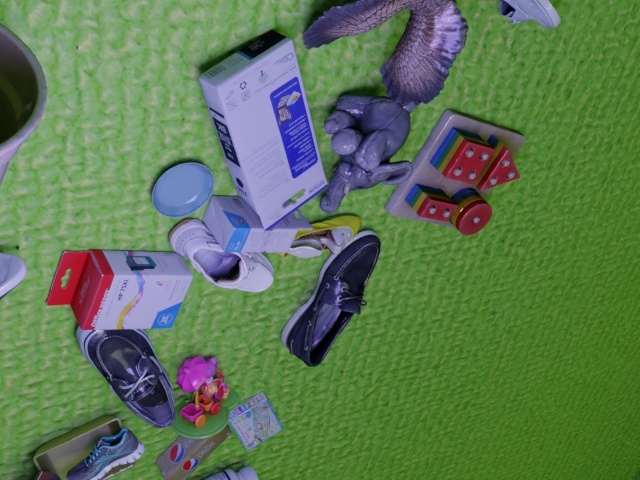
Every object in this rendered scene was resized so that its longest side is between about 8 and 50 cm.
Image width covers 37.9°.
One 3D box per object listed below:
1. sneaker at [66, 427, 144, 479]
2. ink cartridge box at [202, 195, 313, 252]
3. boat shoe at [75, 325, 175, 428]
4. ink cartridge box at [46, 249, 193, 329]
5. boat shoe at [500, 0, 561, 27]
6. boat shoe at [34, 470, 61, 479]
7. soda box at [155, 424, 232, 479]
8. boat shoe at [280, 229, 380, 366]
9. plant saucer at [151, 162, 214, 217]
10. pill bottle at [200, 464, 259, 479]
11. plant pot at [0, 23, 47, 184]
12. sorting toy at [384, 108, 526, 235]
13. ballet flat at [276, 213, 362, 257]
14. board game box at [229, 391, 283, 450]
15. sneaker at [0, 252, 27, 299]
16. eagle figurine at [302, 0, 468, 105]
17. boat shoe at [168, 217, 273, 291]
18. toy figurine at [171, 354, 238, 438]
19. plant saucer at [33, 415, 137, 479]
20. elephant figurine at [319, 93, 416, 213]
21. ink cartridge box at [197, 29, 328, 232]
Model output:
[{"bbox_3d":[-0.454,0.442,1.936,0.167,0.065,0.076,-27,123,-17],"label":"sneaker"},{"bbox_3d":[-0.117,-0.030,1.763,0.180,0.104,0.060,1,127,-37],"label":"ink cartridge box"},{"bbox_3d":[-0.361,0.260,1.844,0.121,0.119,0.335,-35,140,-4],"label":"boat shoe"},{"bbox_3d":[-0.368,0.092,1.712,0.231,0.078,0.134,2,126,-37],"label":"ink cartridge box"},{"bbox_3d":[0.369,-0.455,1.753,0.081,0.079,0.227,-42,136,19],"label":"boat shoe"},{"bbox_3d":[-0.639,0.597,1.948,0.120,0.122,0.324,27,120,-5],"label":"boat shoe"},{"bbox_3d":[-0.291,0.473,2.144,0.181,0.061,0.058,-46,139,9],"label":"soda box"},{"bbox_3d":[0.041,0.136,2.030,0.127,0.113,0.340,21,113,-46],"label":"boat shoe"},{"bbox_3d":[-0.248,-0.095,1.668,0.119,0.021,0.119,-21,137,-21],"label":"plant saucer"},{"bbox_3d":[-0.247,0.626,2.286,0.194,0.108,0.108,-20,137,-20],"label":"pill bottle"},{"bbox_3d":[-0.552,-0.107,1.236,0.334,0.333,0.305,-8,143,-31],"label":"plant pot"},{"bbox_3d":[0.310,-0.127,2.000,0.256,0.089,0.257,9,121,-42],"label":"sorting toy"},{"bbox_3d":[0.000,0.000,1.899,0.231,0.077,0.077,-7,131,-32],"label":"ballet flat"},{"bbox_3d":[-0.157,0.434,2.234,0.103,0.026,0.154,-30,140,-9],"label":"board game box"},{"bbox_3d":[-0.602,0.130,1.562,0.296,0.104,0.147,-29,142,-2],"label":"sneaker"},{"bbox_3d":[0.146,-0.384,1.564,0.298,0.226,0.225,-55,158,12],"label":"eagle figurine"},{"bbox_3d":[-0.178,0.054,1.802,0.098,0.096,0.277,-48,139,11],"label":"boat shoe"},{"bbox_3d":[-0.248,0.312,2.001,0.173,0.130,0.159,-33,136,-41],"label":"toy figurine"},{"bbox_3d":[-0.500,0.453,1.982,0.188,0.045,0.188,-23,138,-16],"label":"plant saucer"},{"bbox_3d":[0.091,-0.164,1.781,0.239,0.186,0.169,76,28,-59],"label":"elephant figurine"},{"bbox_3d":[-0.092,-0.184,1.630,0.165,0.065,0.332,-37,137,-23],"label":"ink cartridge box"}]
